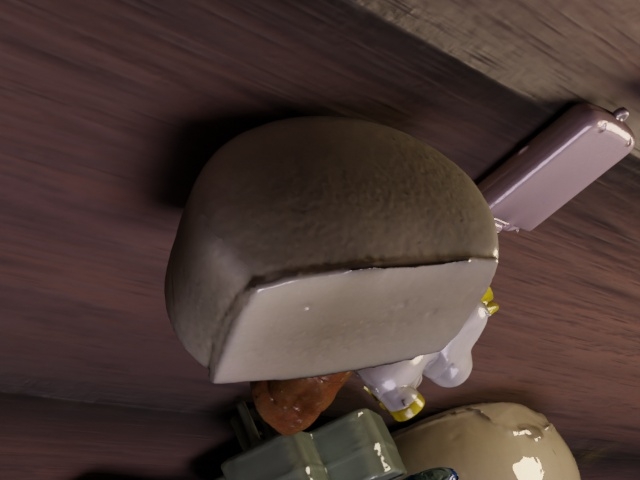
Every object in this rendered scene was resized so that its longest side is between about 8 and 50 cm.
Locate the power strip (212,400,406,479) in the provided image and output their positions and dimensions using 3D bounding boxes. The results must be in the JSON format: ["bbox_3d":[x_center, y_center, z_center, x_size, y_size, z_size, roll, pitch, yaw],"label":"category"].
[{"bbox_3d":[-0.040,0.257,1.316,0.230,0.141,0.261,-26,164,5],"label":"power strip"}]

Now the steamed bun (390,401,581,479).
[{"bbox_3d":[0.185,0.392,1.552,0.375,0.241,0.374,-18,152,-10],"label":"steamed bun"}]

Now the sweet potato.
[{"bbox_3d":[-0.001,0.090,1.091,0.097,0.097,0.251,-4,140,-32],"label":"sweet potato"}]

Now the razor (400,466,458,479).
[{"bbox_3d":[0.013,0.339,1.342,0.324,0.093,0.056,-27,132,-3],"label":"razor"}]

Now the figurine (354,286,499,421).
[{"bbox_3d":[0.115,0.108,1.208,0.178,0.109,0.129,-16,127,-20],"label":"figurine"}]

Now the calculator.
[{"bbox_3d":[0.211,-0.064,1.057,0.175,0.032,0.100,-41,147,25],"label":"calculator"}]

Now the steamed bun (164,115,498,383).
[{"bbox_3d":[0.000,0.000,0.874,0.242,0.164,0.146,-4,142,-29],"label":"steamed bun"}]
